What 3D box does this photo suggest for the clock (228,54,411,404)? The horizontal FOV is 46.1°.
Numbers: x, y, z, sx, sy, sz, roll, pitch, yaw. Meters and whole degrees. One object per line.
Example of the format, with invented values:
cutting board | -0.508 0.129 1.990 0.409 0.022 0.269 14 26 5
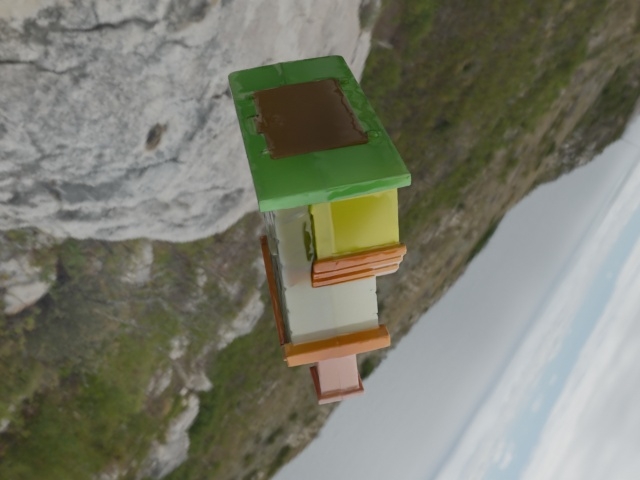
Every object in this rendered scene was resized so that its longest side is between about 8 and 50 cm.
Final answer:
clock | 0.000 0.000 0.666 0.106 0.220 0.255 -11 128 -6
